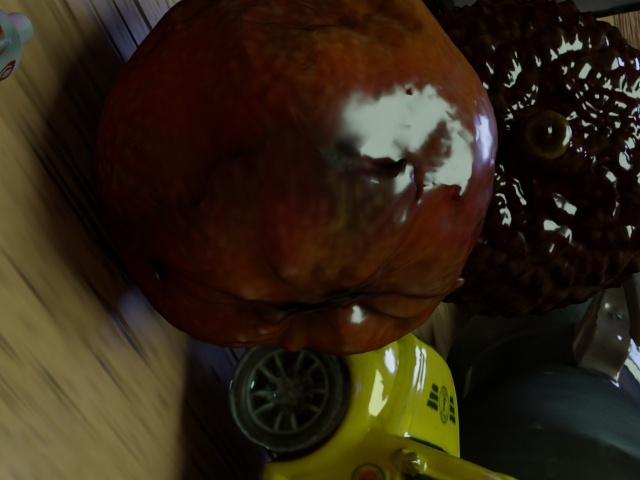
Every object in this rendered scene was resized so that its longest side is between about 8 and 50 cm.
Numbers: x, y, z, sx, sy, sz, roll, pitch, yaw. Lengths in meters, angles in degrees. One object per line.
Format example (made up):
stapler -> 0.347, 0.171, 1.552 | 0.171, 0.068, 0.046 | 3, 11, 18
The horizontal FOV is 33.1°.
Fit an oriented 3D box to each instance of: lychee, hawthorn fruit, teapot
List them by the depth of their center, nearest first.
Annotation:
hawthorn fruit -> -0.007, -0.042, 0.458 | 0.179, 0.173, 0.173 | -65, 148, -25
lychee -> 0.138, -0.058, 0.780 | 0.271, 0.235, 0.236 | -55, 140, -84
teapot -> 0.179, 0.171, 0.805 | 0.344, 0.253, 0.300 | -62, 176, -66

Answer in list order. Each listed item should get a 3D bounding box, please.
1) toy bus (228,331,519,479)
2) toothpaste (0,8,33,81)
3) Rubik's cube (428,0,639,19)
toy bus -> 0.029, 0.197, 0.505 | 0.144, 0.152, 0.330 | 43, 54, -60
toothpaste -> -0.138, -0.043, 0.315 | 0.045, 0.028, 0.170 | 68, 28, -15
Rubik's cube -> 0.220, -0.398, 0.962 | 0.310, 0.305, 0.307 | 54, 35, -51
